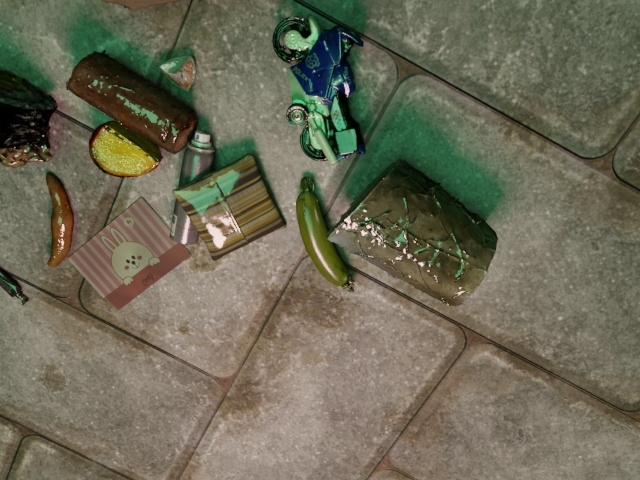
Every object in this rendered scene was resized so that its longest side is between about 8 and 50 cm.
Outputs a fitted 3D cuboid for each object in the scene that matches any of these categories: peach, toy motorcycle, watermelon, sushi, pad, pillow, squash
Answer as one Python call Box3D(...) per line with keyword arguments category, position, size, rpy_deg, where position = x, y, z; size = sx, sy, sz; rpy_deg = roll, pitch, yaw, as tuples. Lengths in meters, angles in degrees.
Box3D(category="peach", position=(-0.466, -0.220, 1.250), size=(0.173, 0.092, 0.127), rpy_deg=(11, 115, -9))
Box3D(category="toy motorcycle", position=(0.017, -0.335, 1.140), size=(0.197, 0.125, 0.330), rpy_deg=(-13, 103, 12))
Box3D(category="watermelon", position=(-0.333, -0.388, 1.189), size=(0.085, 0.061, 0.085), rpy_deg=(-1, 111, -3))
Box3D(category="sushi", position=(-0.760, -0.275, 1.205), size=(0.238, 0.225, 0.218), rpy_deg=(51, 120, 23))
Box3D(category="pad", position=(-0.518, 0.044, 1.392), size=(0.300, 0.005, 0.202), rpy_deg=(-34, 102, 16))
Box3D(category="pillow", position=(-0.215, -0.076, 1.258), size=(0.208, 0.052, 0.212), rpy_deg=(-27, 116, -5))
Box3D(category="squash", position=(-0.002, 0.000, 1.283), size=(0.071, 0.080, 0.318), rpy_deg=(-5, 112, 49))

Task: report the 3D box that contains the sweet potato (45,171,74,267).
Box3D(category="sweet potato", position=(-0.682, -0.048, 1.354), size=(0.078, 0.058, 0.255), rpy_deg=(12, 107, 24))

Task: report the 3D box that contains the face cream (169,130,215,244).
Box3D(category="face cream", position=(-0.313, -0.128, 1.272), size=(0.073, 0.073, 0.283), rpy_deg=(17, 110, 1))

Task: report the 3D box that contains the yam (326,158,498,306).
Box3D(category="yam", position=(0.213, -0.015, 1.168), size=(0.348, 0.241, 0.241), rpy_deg=(32, 110, -9))

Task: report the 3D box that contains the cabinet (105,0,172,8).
Box3D(category="cabinet", position=(-0.332, -0.660, 1.012), size=(0.290, 0.227, 0.317), rpy_deg=(-7, 106, 10))

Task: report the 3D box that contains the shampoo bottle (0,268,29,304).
Box3D(category="shampoo bottle", position=(-0.877, 0.124, 1.451), size=(0.048, 0.027, 0.137), rpy_deg=(-34, 102, 30))

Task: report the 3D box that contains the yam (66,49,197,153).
Box3D(category="yam", position=(-0.427, -0.320, 1.195), size=(0.280, 0.131, 0.131), rpy_deg=(31, 110, -5))
